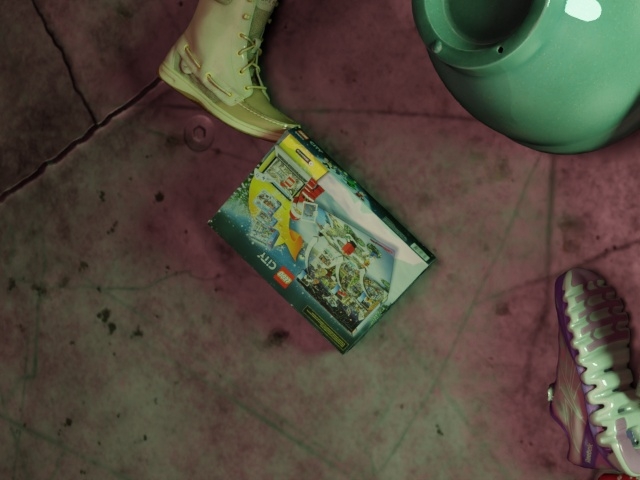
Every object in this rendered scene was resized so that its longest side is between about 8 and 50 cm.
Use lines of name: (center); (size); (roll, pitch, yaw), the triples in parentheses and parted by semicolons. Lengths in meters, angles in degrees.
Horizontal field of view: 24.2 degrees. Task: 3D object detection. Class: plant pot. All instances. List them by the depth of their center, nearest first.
plant pot: (0.219, -0.247, 1.570); (0.293, 0.196, 0.293); (-6, 81, 40)

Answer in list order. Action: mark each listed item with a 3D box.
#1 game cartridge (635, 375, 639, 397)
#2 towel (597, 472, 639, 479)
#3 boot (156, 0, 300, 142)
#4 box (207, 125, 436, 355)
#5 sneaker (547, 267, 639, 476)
game cartridge: (0.505, 0.132, 1.475); (0.355, 0.068, 0.230); (23, 131, 19)
towel: (0.409, 0.341, 1.565); (0.275, 0.031, 0.198); (-10, 86, 50)
boot: (-0.087, -0.227, 1.837); (0.213, 0.077, 0.165); (33, 104, 23)
box: (0.000, 0.000, 1.786); (0.233, 0.044, 0.159); (44, 111, 5)
sneaker: (0.291, 0.150, 1.649); (0.105, 0.095, 0.236); (-24, 75, 48)
